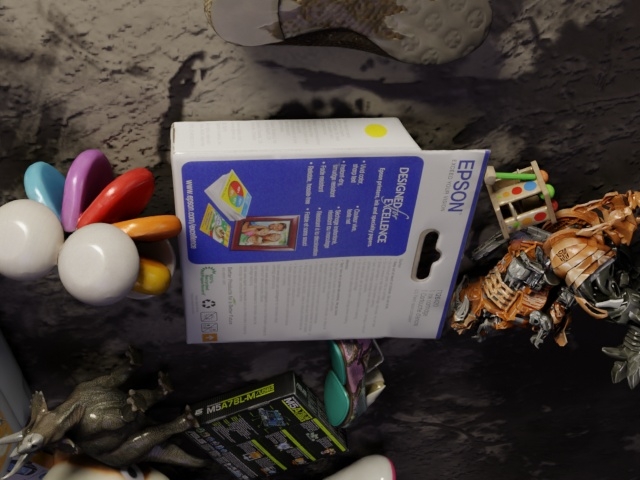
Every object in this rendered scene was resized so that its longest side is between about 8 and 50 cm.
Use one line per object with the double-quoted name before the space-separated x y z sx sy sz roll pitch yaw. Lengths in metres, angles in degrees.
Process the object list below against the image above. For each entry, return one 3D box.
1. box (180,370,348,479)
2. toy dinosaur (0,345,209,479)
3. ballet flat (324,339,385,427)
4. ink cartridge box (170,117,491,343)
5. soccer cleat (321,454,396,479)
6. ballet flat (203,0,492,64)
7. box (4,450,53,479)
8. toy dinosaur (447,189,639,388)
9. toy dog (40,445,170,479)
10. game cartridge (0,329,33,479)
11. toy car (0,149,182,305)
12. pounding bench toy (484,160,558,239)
"box" -0.079 0.277 1.209 0.184 0.045 0.191 -23 135 13
"toy dinosaur" -0.264 0.238 1.081 0.160 0.121 0.313 -31 147 13
"ballet flat" 0.048 0.176 1.102 0.079 0.077 0.221 -19 140 -16
"ink cartridge box" 0.000 0.000 0.902 0.307 0.072 0.304 -2 136 -8
"soccer cleat" 0.003 0.453 1.357 0.143 0.116 0.331 14 134 -22
"ballet flat" 0.025 -0.195 0.706 0.249 0.058 0.084 -3 116 -13
"box" -0.453 0.333 1.229 0.081 0.028 0.136 -28 136 21
"toy dinosaur" 0.300 0.040 0.935 0.218 0.164 0.322 39 144 -20
"toy dog" -0.328 0.459 1.234 0.395 0.285 0.408 14 133 -5
"game cartridge" -0.416 0.242 0.934 0.062 0.297 0.198 7 139 2
"toy car" -0.221 -0.018 0.803 0.182 0.159 0.136 17 92 8
"pounding bench toy" 0.212 -0.054 0.879 0.065 0.052 0.083 -19 136 13
